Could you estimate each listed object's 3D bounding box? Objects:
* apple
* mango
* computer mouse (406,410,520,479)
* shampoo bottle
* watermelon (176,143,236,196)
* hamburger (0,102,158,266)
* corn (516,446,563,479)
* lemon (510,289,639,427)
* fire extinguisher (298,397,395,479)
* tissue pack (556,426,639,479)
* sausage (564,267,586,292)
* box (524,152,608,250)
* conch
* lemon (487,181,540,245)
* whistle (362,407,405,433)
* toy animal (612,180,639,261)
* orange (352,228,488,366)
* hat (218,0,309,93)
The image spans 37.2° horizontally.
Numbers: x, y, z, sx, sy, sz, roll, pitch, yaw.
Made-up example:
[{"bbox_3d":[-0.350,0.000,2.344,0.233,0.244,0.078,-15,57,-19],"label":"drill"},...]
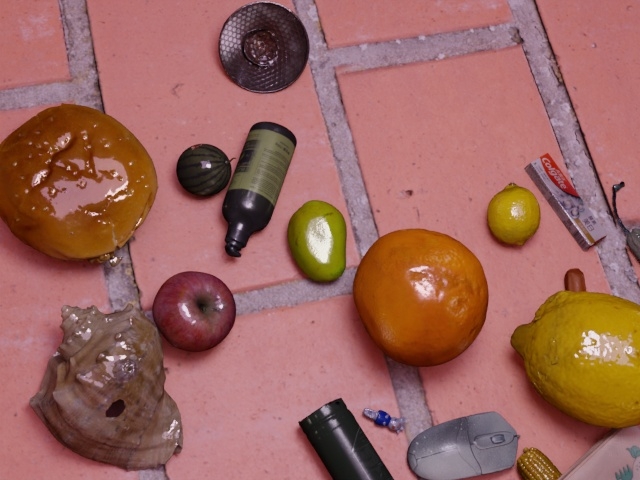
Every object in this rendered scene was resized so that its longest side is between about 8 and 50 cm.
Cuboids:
[{"bbox_3d":[-0.235,0.131,1.753,0.153,0.120,0.153,12,64,-27],"label":"apple"},{"bbox_3d":[-0.007,-0.001,1.863,0.117,0.089,0.163,3,69,-7],"label":"mango"},{"bbox_3d":[0.274,0.384,1.762,0.229,0.068,0.113,-11,72,-12],"label":"computer mouse"},{"bbox_3d":[-0.132,-0.096,1.877,0.101,0.101,0.283,18,67,-1],"label":"shampoo bottle"},{"bbox_3d":[-0.219,-0.142,1.872,0.133,0.105,0.105,-13,66,26],"label":"watermelon"},{"bbox_3d":[-0.462,-0.102,1.798,0.314,0.170,0.290,40,75,7],"label":"hamburger"},{"bbox_3d":[0.439,0.472,1.751,0.068,0.068,0.207,-34,78,-19],"label":"corn"},{"bbox_3d":[0.513,0.219,1.767,0.320,0.245,0.245,17,67,9],"label":"lemon"},{"bbox_3d":[0.080,0.432,1.693,0.095,0.114,0.311,-31,77,-9],"label":"fire extinguisher"},{"bbox_3d":[0.513,0.469,1.702,0.325,0.071,0.170,-26,76,-40],"label":"tissue pack"},{"bbox_3d":[0.517,0.119,1.916,0.039,0.041,0.131,3,68,-2],"label":"sausage"},{"bbox_3d":[0.516,-0.082,1.997,0.055,0.039,0.218,-27,75,-16],"label":"box"},{"bbox_3d":[-0.378,0.261,1.669,0.263,0.186,0.324,-37,76,-1],"label":"conch"},{"bbox_3d":[0.393,-0.054,1.932,0.109,0.109,0.133,-3,78,-10],"label":"lemon"},{"bbox_3d":[0.120,0.333,1.780,0.083,0.029,0.033,23,86,-3],"label":"whistle"},{"bbox_3d":[0.671,-0.012,1.987,0.079,0.070,0.253,-1,50,-46],"label":"toy animal"},{"bbox_3d":[0.181,0.106,1.756,0.261,0.261,0.261,3,68,-7],"label":"orange"},{"bbox_3d":[-0.121,-0.414,2.023,0.193,0.082,0.193,-1,107,-5],"label":"hat"}]
